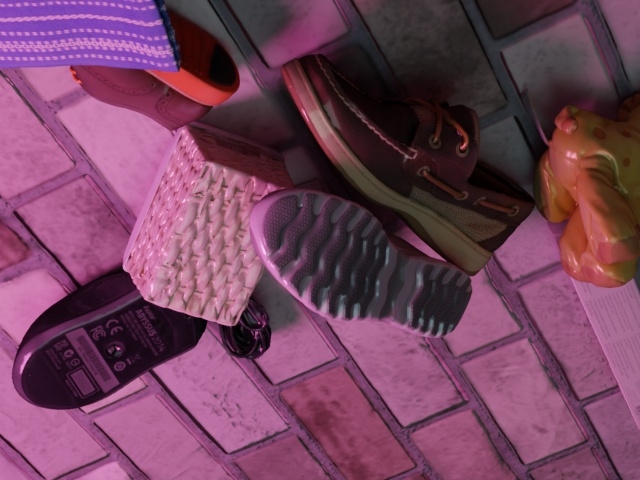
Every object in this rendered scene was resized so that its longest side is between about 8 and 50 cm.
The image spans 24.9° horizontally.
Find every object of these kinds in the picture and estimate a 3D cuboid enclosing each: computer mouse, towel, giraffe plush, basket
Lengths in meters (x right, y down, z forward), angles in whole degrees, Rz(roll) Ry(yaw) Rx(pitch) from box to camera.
[{"bbox_3d":[-0.198,0.088,1.528,0.272,0.072,0.188,-23,131,-5],"label":"computer mouse"},{"bbox_3d":[-0.250,-0.216,1.066,0.243,0.040,0.336,0,154,8],"label":"towel"},{"bbox_3d":[0.311,-0.074,1.426,0.170,0.181,0.210,-18,94,-9],"label":"giraffe plush"},{"bbox_3d":[-0.105,-0.013,1.392,0.113,0.103,0.167,18,108,-24],"label":"basket"}]

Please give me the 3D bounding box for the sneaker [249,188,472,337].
[{"bbox_3d":[0.020,0.023,1.382,0.281,0.115,0.105,30,86,-45],"label":"sneaker"}]

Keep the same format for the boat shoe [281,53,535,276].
[{"bbox_3d":[0.096,-0.090,1.387,0.123,0.123,0.342,-39,131,14],"label":"boat shoe"}]

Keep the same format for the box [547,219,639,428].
[{"bbox_3d":[0.337,0.091,1.623,0.067,0.063,0.324,-24,131,10],"label":"box"}]

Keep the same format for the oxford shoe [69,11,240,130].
[{"bbox_3d":[-0.202,-0.173,1.270,0.271,0.097,0.098,30,127,-31],"label":"oxford shoe"}]

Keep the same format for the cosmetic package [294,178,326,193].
[{"bbox_3d":[0.000,0.000,1.484,0.041,0.060,0.115,-17,131,5],"label":"cosmetic package"}]
